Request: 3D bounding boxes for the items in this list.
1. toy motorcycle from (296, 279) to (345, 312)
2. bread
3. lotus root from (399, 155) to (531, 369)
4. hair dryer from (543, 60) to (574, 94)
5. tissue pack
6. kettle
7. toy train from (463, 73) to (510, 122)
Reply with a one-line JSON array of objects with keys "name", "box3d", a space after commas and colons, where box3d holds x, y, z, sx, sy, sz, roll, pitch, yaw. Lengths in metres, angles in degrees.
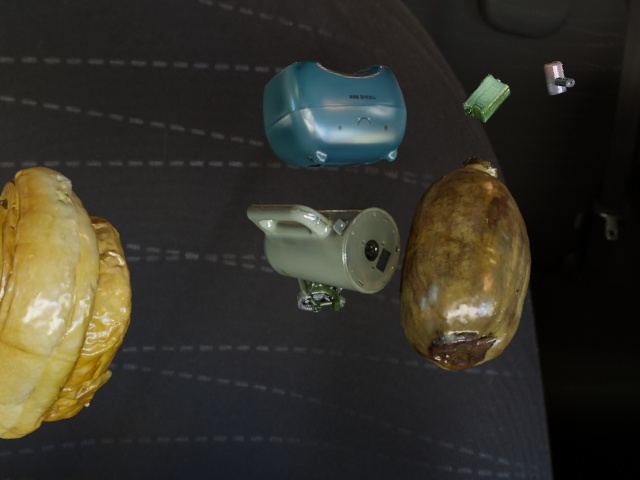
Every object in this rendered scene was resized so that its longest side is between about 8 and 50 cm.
[{"name": "toy motorcycle", "box3d": [-0.003, 0.034, 1.398, 0.127, 0.275, 0.205, -6, 51, -12]}, {"name": "bread", "box3d": [-0.258, 0.061, 0.592, 0.120, 0.236, 0.198, 10, 39, -39]}, {"name": "lotus root", "box3d": [0.152, 0.012, 0.691, 0.128, 0.145, 0.260, -1, 51, 20]}, {"name": "hair dryer", "box3d": [0.490, -0.327, 1.341, 0.037, 0.063, 0.114, -16, 17, 2]}, {"name": "tissue pack", "box3d": [0.032, -0.248, 1.379, 0.287, 0.206, 0.198, -5, -7, -34]}, {"name": "kettle", "box3d": [0.001, 0.006, 0.791, 0.148, 0.098, 0.126, 6, 6, 44]}, {"name": "toy train", "box3d": [0.322, -0.275, 1.280, 0.056, 0.093, 0.038, 38, -9, 33]}]
